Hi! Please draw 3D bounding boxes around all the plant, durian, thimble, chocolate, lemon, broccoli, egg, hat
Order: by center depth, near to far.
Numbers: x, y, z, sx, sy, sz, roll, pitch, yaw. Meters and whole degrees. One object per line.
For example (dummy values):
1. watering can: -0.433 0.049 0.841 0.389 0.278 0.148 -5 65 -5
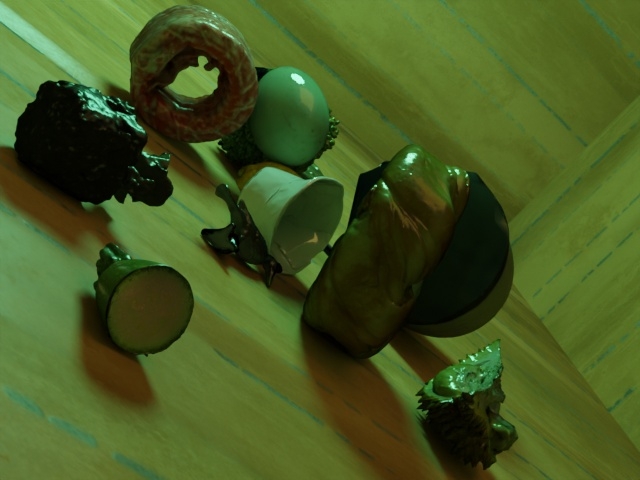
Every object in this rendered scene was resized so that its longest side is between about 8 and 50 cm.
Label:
1. plant: -0.284 -0.117 1.490 0.142 0.131 0.203 49 10 36
2. durian: 0.257 0.273 1.896 0.172 0.166 0.306 49 13 8
3. hat: -0.064 -0.051 1.983 0.126 0.203 0.203 33 5 26
4. thimble: -0.229 -0.298 2.080 0.239 0.239 0.162 39 15 -26
5. lemon: -0.086 -0.085 2.116 0.155 0.114 0.114 35 13 -11
6. egg: -0.058 -0.230 2.147 0.149 0.149 0.192 28 52 -55
7. chocolate: 0.220 0.047 2.314 0.326 0.314 0.297 8 -18 11
8. broccoli: -0.060 -0.183 2.335 0.273 0.242 0.180 18 50 -52

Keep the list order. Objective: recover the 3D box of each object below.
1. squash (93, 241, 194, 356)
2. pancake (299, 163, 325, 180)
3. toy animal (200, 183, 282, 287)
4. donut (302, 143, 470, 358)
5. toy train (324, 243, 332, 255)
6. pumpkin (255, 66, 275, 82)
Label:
1. squash: -0.215 0.055 1.276 0.105 0.105 0.132 35 -4 -40
2. pancake: -0.090 -0.219 2.738 0.294 0.049 0.294 45 13 -13
3. toy animal: -0.112 0.003 1.825 0.202 0.070 0.105 44 52 -44
4. donut: 0.104 0.027 1.845 0.170 0.360 0.360 31 11 2
5. toy train: 0.000 0.000 2.349 0.083 0.017 0.017 47 11 15
6. pumpkin: -0.123 -0.296 2.520 0.221 0.161 0.220 14 2 0
